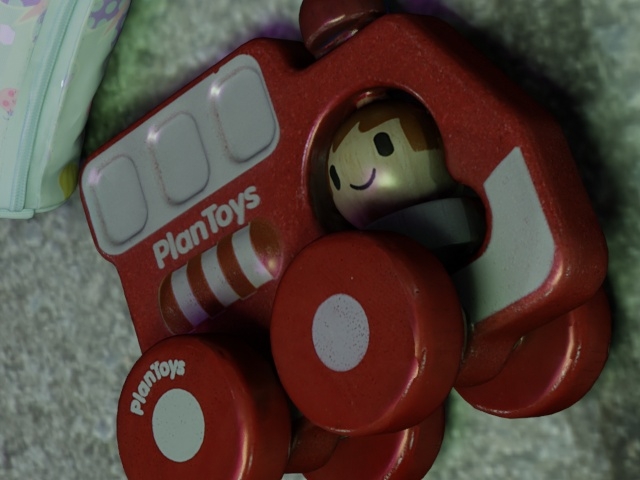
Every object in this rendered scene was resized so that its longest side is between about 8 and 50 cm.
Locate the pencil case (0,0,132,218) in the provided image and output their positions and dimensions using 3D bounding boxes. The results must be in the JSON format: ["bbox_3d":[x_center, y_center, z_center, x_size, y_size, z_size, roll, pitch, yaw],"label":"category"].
[{"bbox_3d":[-0.158,-0.145,1.080,0.124,0.113,0.273,48,129,32],"label":"pencil case"}]

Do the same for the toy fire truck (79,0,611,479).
[{"bbox_3d":[0.000,0.000,1.015,0.302,0.169,0.254,-33,69,37],"label":"toy fire truck"}]
